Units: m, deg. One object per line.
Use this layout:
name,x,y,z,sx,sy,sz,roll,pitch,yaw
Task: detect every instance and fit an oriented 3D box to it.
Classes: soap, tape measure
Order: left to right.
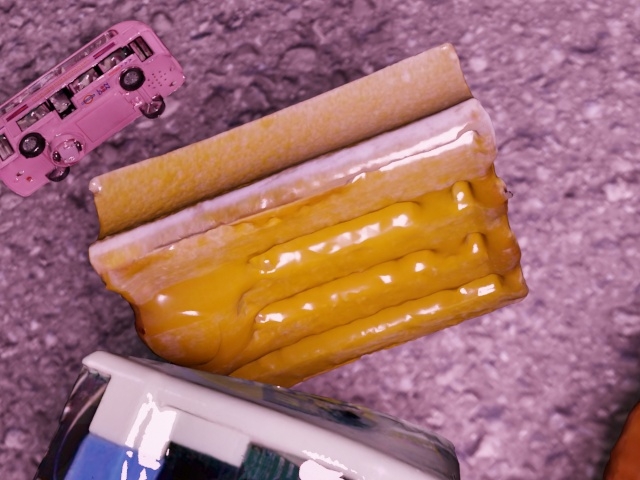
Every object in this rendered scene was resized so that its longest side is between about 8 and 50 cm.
tape measure,-0.033,0.182,0.689,0.262,0.259,0.138,7,72,19
soap,0.000,0.000,0.760,0.281,0.259,0.143,-18,58,6

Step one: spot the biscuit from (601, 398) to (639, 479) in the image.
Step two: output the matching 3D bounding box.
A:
biscuit,0.342,0.250,0.588,0.395,0.166,0.342,20,71,26

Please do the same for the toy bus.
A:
toy bus,-0.233,-0.131,0.990,0.203,0.063,0.090,-36,60,-3
